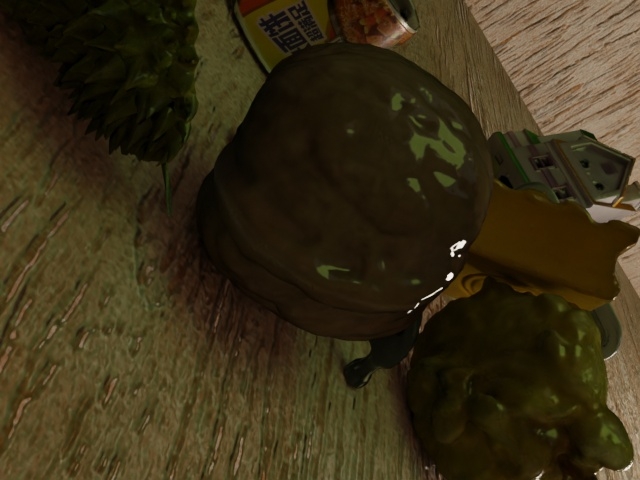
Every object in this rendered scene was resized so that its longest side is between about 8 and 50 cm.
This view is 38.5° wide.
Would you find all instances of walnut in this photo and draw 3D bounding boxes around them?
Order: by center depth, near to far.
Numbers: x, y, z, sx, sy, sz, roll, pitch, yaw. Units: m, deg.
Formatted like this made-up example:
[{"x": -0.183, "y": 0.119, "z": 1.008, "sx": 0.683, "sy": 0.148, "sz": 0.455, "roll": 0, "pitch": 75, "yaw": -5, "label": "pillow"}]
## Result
[{"x": 0.024, "y": -0.037, "z": 0.768, "sx": 0.248, "sy": 0.248, "sz": 0.248, "roll": 48, "pitch": 25, "yaw": -32, "label": "walnut"}]

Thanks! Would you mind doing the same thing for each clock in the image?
[{"x": 0.486, "y": -0.102, "z": 1.814, "sx": 0.310, "sy": 0.166, "sz": 0.235, "roll": -12, "pitch": 63, "yaw": -25, "label": "clock"}]

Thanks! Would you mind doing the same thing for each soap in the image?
[{"x": 0.239, "y": 0.023, "z": 1.130, "sx": 0.324, "sy": 0.204, "sz": 0.096, "roll": 82, "pitch": 29, "yaw": -78, "label": "soap"}]

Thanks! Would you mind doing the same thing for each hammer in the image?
[{"x": 0.000, "y": 0.000, "z": 0.912, "sx": 0.287, "sy": 0.111, "sz": 0.033, "roll": 56, "pitch": 21, "yaw": 8, "label": "hammer"}]

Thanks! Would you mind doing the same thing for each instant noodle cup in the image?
[{"x": 0.013, "y": -0.293, "z": 1.157, "sx": 0.213, "sy": 0.174, "sz": 0.213, "roll": 49, "pitch": 25, "yaw": -32, "label": "instant noodle cup"}]

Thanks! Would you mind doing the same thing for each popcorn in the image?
[{"x": 0.219, "y": 0.172, "z": 0.999, "sx": 0.266, "sy": 0.233, "sz": 0.192, "roll": 44, "pitch": 3, "yaw": 33, "label": "popcorn"}]

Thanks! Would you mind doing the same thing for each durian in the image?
[{"x": -0.159, "y": -0.214, "z": 0.707, "sx": 0.169, "sy": 0.158, "sz": 0.355, "roll": 41, "pitch": 25, "yaw": -58, "label": "durian"}]

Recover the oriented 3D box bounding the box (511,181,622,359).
[{"x": 0.375, "y": 0.075, "z": 1.560, "sx": 0.311, "sy": 0.175, "sz": 0.182, "roll": 67, "pitch": 13, "yaw": 13, "label": "box"}]
